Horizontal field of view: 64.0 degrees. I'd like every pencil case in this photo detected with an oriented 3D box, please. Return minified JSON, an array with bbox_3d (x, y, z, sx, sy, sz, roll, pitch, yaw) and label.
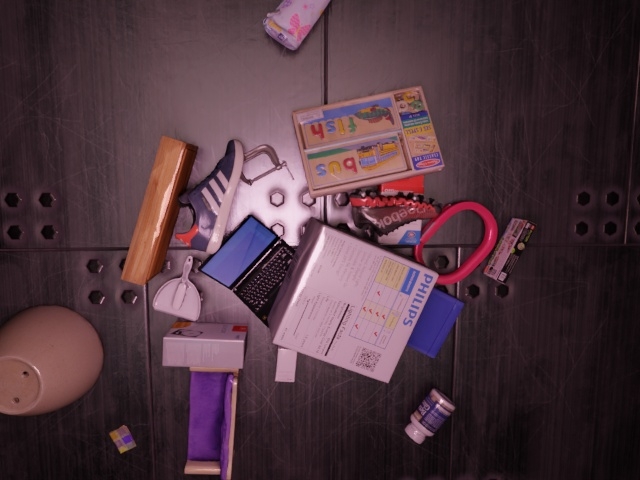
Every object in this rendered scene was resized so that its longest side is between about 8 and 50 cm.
[{"bbox_3d":[-0.049,-0.692,1.482,0.124,0.113,0.273,35,93,-17],"label":"pencil case"}]

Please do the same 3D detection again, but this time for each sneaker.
[{"bbox_3d":[0.219,-0.076,1.513,0.276,0.097,0.134,3,102,-3],"label":"sneaker"},{"bbox_3d":[-0.325,-0.143,1.476,0.148,0.131,0.349,16,76,-15],"label":"sneaker"}]

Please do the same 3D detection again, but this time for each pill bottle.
[{"bbox_3d":[0.357,0.582,1.688,0.094,0.094,0.169,38,93,-8],"label":"pill bottle"}]

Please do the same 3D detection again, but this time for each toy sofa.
[{"bbox_3d":[-0.337,0.548,1.590,0.150,0.177,0.362,4,98,-5],"label":"toy sofa"}]

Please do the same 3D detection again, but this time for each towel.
[{"bbox_3d":[-0.643,0.645,1.662,0.060,0.009,0.083,-25,98,-2],"label":"towel"}]

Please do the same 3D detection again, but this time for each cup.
[{"bbox_3d":[-0.844,0.378,1.499,0.332,0.237,0.330,-1,98,-5],"label":"cup"}]

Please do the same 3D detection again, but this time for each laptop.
[{"bbox_3d":[-0.185,0.097,1.558,0.264,0.136,0.234,44,93,10],"label":"laptop"}]

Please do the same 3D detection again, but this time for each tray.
[{"bbox_3d":[-0.459,-0.090,1.484,0.076,0.203,0.410,17,96,-7],"label":"tray"}]

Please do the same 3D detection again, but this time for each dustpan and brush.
[{"bbox_3d":[-0.428,0.144,1.588,0.148,0.060,0.211,17,96,-6],"label":"dustpan and brush"}]

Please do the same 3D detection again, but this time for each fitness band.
[{"bbox_3d":[0.431,0.007,1.644,0.209,0.054,0.291,43,93,-11],"label":"fitness band"}]

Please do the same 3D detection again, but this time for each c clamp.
[{"bbox_3d":[-0.180,-0.221,1.579,0.161,0.022,0.137,-23,97,0],"label":"c clamp"}]

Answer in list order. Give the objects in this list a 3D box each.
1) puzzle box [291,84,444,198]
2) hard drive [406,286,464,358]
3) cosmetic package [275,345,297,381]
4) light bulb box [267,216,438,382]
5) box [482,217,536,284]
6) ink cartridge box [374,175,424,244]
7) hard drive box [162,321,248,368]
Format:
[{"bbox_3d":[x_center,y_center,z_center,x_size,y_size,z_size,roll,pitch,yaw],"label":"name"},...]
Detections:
[{"bbox_3d":[0.137,-0.296,1.536,0.409,0.052,0.271,-13,79,-3],"label":"puzzle box"},{"bbox_3d":[0.278,0.222,1.662,0.319,0.040,0.210,27,95,-7],"label":"hard drive"},{"bbox_3d":[-0.102,0.335,1.548,0.061,0.239,0.098,3,97,-4],"label":"cosmetic package"},{"bbox_3d":[0.082,0.166,1.492,0.361,0.225,0.357,23,95,-13],"label":"light bulb box"},{"bbox_3d":[0.596,0.030,1.625,0.036,0.114,0.206,26,95,-7],"label":"box"},{"bbox_3d":[0.245,-0.106,1.598,0.134,0.078,0.230,3,97,-4],"label":"ink cartridge box"},{"bbox_3d":[-0.343,0.315,1.557,0.232,0.181,0.089,4,96,-6],"label":"hard drive box"}]
